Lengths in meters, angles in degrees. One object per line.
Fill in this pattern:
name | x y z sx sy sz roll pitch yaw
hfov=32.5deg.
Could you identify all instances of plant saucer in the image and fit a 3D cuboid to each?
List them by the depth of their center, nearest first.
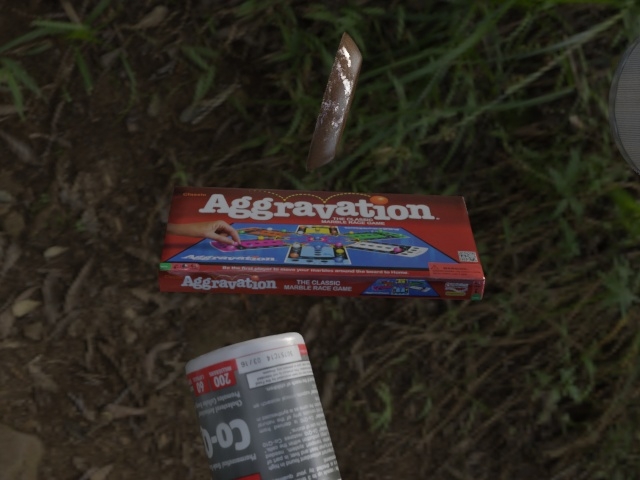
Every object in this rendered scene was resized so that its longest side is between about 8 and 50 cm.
plant saucer | 0.022 -0.186 1.509 0.036 0.199 0.199 17 62 1

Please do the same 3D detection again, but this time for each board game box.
board game box | 0.000 0.000 1.004 0.145 0.281 0.027 -93 -175 -58

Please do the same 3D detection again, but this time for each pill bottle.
pill bottle | -0.065 0.274 1.414 0.161 0.161 0.283 -5 76 -47

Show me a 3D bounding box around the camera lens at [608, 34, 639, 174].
camera lens | 0.494 -0.163 1.312 0.219 0.274 0.220 -2 98 -15
